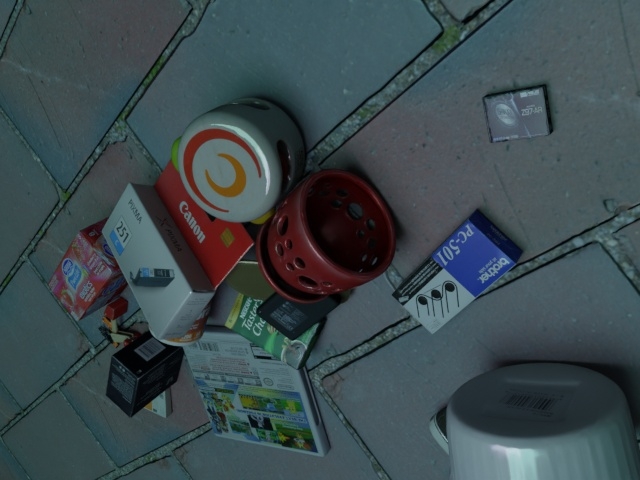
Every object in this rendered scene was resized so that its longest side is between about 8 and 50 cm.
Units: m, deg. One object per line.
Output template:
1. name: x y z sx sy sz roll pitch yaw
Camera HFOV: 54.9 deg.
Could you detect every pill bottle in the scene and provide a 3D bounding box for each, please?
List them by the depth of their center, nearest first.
1. pill bottle: -0.283 0.104 1.290 0.121 0.121 0.216 29 118 19

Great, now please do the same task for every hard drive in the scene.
1. hard drive: -0.041 0.120 1.130 0.094 0.022 0.135 40 121 -15

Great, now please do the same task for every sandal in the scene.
1. sandal: -0.059 0.063 1.160 0.240 0.079 0.088 8 124 5

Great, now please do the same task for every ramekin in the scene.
1. ramekin: 0.314 0.285 0.889 0.277 0.277 0.135 -5 102 36

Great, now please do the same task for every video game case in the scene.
1. video game case: -0.155 0.332 1.385 0.329 0.036 0.299 -3 111 35

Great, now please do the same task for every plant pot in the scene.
1. plant pot: 0.000 0.000 1.012 0.174 0.191 0.191 -31 94 49

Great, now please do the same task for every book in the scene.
1. book: -0.458 0.400 1.631 0.144 0.035 0.096 18 119 26

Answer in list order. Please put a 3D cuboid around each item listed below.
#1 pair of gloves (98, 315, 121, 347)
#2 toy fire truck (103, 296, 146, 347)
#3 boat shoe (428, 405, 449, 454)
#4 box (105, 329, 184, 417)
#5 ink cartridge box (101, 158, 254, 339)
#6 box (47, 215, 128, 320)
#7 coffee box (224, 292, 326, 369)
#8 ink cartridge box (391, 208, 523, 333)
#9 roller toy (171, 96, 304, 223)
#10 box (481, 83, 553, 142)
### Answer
1. pair of gloves: -0.553 0.241 1.627 0.074 0.010 0.083 42 131 6
2. toy fire truck: -0.492 0.251 1.566 0.135 0.047 0.192 33 128 16
3. boat shoe: 0.287 0.381 1.078 0.219 0.078 0.070 44 131 10
4. box: -0.418 0.309 1.473 0.093 0.156 0.158 34 128 17
5. ink cartridge box: -0.285 -0.008 1.172 0.261 0.066 0.296 -51 59 24
6. box: -0.513 0.062 1.430 0.122 0.128 0.257 50 131 3
7. coffee box: -0.092 0.164 1.224 0.184 0.040 0.113 29 101 20
8. ink cartridge box: 0.212 0.054 0.981 0.097 0.046 0.207 44 130 6
9. roller toy: -0.128 -0.138 1.050 0.209 0.146 0.191 47 123 -4
10. box: 0.269 -0.172 0.842 0.083 0.018 0.067 -2 112 35
